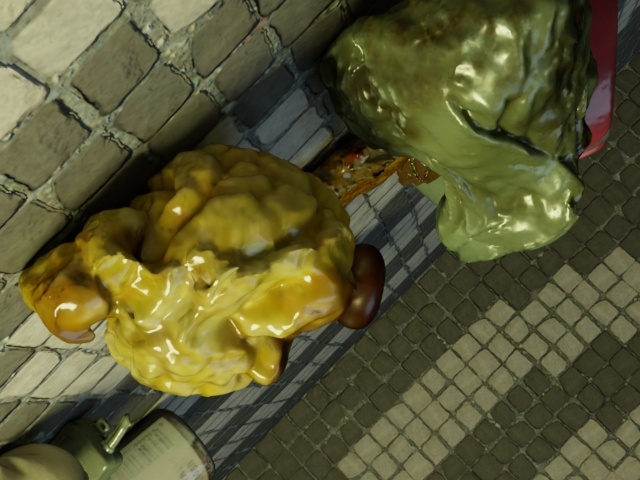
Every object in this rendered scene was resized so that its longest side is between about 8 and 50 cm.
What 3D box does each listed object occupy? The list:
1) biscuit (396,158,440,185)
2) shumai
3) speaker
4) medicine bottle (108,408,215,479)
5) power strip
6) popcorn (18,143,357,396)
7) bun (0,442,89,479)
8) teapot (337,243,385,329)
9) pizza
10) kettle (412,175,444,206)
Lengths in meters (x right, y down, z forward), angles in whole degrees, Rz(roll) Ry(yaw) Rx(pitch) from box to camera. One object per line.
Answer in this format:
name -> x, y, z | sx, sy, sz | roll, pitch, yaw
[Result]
biscuit -> 0.170, -0.125, 1.511 | 0.016, 0.092, 0.082 | -50, 151, -43
shumai -> 0.180, -0.117, 0.904 | 0.292, 0.288, 0.330 | -14, -177, -18
speaker -> 0.301, -0.250, 1.139 | 0.294, 0.294, 0.294 | -43, 167, -13
medicine bottle -> -0.331, 0.436, 1.481 | 0.273, 0.165, 0.165 | -39, 165, -27
power strip -> -0.376, 0.350, 1.237 | 0.288, 0.093, 0.053 | -49, 163, 11
popcorn -> -0.124, 0.036, 0.843 | 0.332, 0.225, 0.265 | -11, 137, -31
bun -> -0.387, 0.331, 1.080 | 0.173, 0.120, 0.173 | -35, -157, 17
teapot -> 0.056, 0.089, 1.769 | 0.252, 0.135, 0.178 | 171, -65, -82
pizza -> 0.022, -0.082, 1.223 | 0.297, 0.071, 0.189 | -36, 177, -23
kettle -> 0.305, -0.127, 1.562 | 0.240, 0.255, 0.165 | -44, 165, -10
